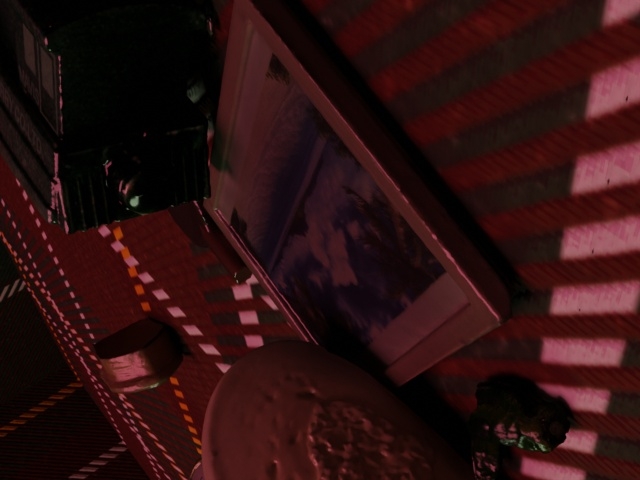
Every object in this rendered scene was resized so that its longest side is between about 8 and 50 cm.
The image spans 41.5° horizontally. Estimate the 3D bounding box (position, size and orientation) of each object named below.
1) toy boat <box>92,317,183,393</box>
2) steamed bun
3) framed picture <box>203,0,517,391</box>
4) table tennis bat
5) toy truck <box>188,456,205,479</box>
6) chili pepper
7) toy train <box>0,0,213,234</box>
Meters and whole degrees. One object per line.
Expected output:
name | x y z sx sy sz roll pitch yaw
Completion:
toy boat | -0.273 0.172 1.262 0.188 0.116 0.061 6 119 64
steamed bun | 0.016 0.208 0.621 0.250 0.154 0.200 40 157 21
framed picture | 0.000 0.000 0.580 0.232 0.024 0.315 53 158 10
table tennis bat | -0.159 0.001 0.789 0.170 0.119 0.108 47 156 28
toy truck | -0.060 0.272 0.932 0.187 0.148 0.211 46 134 44
chili pepper | 0.104 0.111 0.501 0.118 0.035 0.056 114 138 -60
toy train | -0.196 -0.158 0.644 0.330 0.138 0.178 48 142 33
